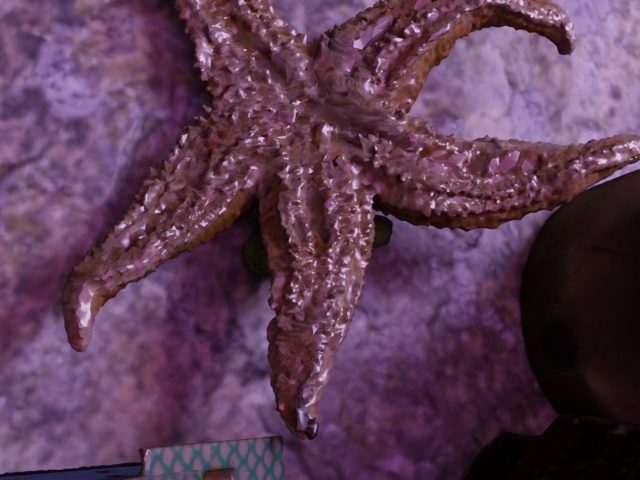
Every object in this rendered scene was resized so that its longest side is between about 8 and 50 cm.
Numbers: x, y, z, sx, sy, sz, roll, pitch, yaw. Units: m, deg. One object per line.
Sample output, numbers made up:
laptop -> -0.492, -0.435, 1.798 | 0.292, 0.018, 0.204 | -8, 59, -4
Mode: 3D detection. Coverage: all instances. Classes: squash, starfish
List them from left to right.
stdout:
squash -> -0.001, -0.001, 0.526 | 0.089, 0.027, 0.027 | -14, 84, -24
starfish -> 0.005, -0.040, 0.501 | 0.299, 0.060, 0.302 | 31, 68, 4

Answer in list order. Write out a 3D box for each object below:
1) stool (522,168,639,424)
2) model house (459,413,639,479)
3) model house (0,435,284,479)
stool -> 0.245, 0.024, 0.481 | 0.179, 0.264, 0.179 | 4, 78, -19
model house -> 0.122, 0.156, 0.472 | 0.106, 0.152, 0.165 | 42, 66, -1
model house -> -0.118, 0.162, 0.349 | 0.271, 0.206, 0.178 | 4, 77, -20
